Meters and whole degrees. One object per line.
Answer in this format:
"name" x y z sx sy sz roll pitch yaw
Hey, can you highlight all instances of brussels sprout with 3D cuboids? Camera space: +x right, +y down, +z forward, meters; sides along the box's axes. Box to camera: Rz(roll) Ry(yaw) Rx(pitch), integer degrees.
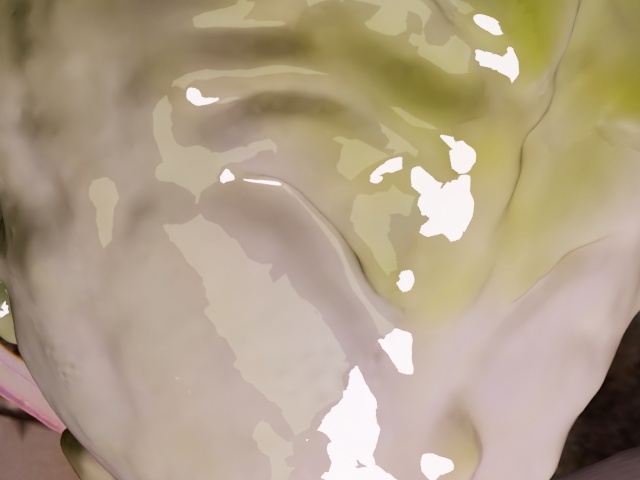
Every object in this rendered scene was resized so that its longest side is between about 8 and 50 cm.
"brussels sprout" -0.007 -0.063 0.602 0.273 0.242 0.317 -35 78 4

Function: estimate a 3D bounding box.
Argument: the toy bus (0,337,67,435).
"toy bus" -0.095 0.013 0.763 0.274 0.112 0.090 35 129 0

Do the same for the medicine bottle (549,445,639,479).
"medicine bottle" 0.260 0.128 0.710 0.371 0.211 0.211 -23 118 30

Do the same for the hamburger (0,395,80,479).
"hamburger" -0.146 0.181 0.882 0.302 0.170 0.302 -7 135 -8
